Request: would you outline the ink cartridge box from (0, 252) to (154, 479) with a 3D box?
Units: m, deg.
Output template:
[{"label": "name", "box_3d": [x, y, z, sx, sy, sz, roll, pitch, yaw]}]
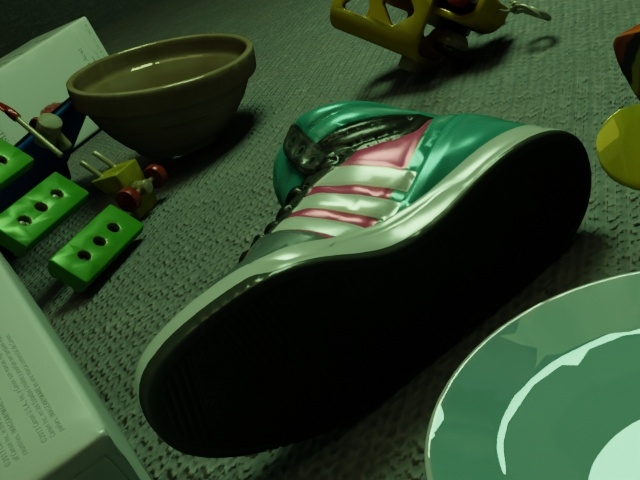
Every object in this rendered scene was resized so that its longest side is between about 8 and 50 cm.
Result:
[{"label": "ink cartridge box", "box_3d": [-0.252, 0.132, 0.419, 0.272, 0.130, 0.309, -35, 40, -17]}]

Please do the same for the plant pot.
[{"label": "plant pot", "box_3d": [-0.192, -0.178, 1.036, 0.237, 0.109, 0.237, -8, 29, 5]}]

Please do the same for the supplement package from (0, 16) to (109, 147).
[{"label": "supplement package", "box_3d": [-0.505, -0.230, 1.404, 0.175, 0.177, 0.293, -5, 33, 39]}]

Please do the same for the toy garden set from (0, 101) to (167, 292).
[{"label": "toy garden set", "box_3d": [-0.299, -0.060, 0.857, 0.049, 0.244, 0.204, -60, -1, 39]}]

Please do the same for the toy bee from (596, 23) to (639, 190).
[{"label": "toy bee", "box_3d": [0.242, -0.077, 0.421, 0.195, 0.162, 0.298, -26, -1, 23]}]

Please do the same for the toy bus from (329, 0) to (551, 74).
[{"label": "toy bus", "box_3d": [0.111, -0.234, 0.870, 0.202, 0.191, 0.104, -116, 45, -66]}]

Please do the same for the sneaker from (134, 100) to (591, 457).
[{"label": "sneaker", "box_3d": [0.000, 0.000, 0.503, 0.295, 0.124, 0.178, -29, 28, -21]}]

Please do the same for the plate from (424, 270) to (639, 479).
[{"label": "plate", "box_3d": [0.136, 0.076, 0.344, 0.188, 0.024, 0.188, -23, 24, 11]}]

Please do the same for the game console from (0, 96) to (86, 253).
[{"label": "game console", "box_3d": [-0.443, -0.087, 1.051, 0.250, 0.173, 0.293, 3, 31, 10]}]
